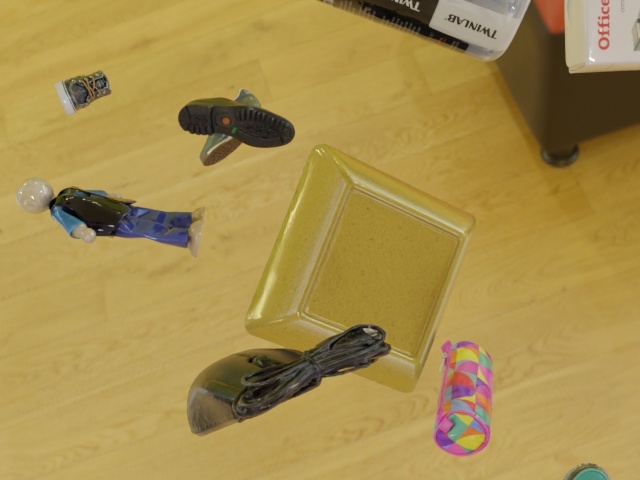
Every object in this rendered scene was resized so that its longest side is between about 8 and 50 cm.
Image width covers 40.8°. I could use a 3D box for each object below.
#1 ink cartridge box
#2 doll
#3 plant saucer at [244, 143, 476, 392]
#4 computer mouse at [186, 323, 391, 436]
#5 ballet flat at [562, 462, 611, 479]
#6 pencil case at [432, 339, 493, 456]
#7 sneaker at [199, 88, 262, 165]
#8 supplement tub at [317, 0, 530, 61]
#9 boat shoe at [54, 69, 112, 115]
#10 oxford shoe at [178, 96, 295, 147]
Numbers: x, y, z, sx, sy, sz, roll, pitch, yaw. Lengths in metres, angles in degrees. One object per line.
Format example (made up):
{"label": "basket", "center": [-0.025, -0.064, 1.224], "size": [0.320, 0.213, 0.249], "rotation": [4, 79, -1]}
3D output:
{"label": "ink cartridge box", "center": [0.512, -0.358, 1.276], "size": [0.273, 0.115, 0.198], "rotation": [-3, 96, 3]}
{"label": "doll", "center": [-0.215, -0.027, 0.882], "size": [0.189, 0.046, 0.129], "rotation": [11, 20, -9]}
{"label": "plant saucer", "center": [0.088, 0.052, 1.400], "size": [0.332, 0.081, 0.333], "rotation": [23, 83, -20]}
{"label": "computer mouse", "center": [-0.065, 0.146, 0.928], "size": [0.188, 0.272, 0.072], "rotation": [-19, 81, -35]}
{"label": "ballet flat", "center": [0.241, 0.304, 0.809], "size": [0.070, 0.070, 0.188], "rotation": [4, 80, 13]}
{"label": "pencil case", "center": [0.248, 0.270, 1.500], "size": [0.104, 0.104, 0.236], "rotation": [-1, 24, 10]}
{"label": "sneaker", "center": [-0.203, -0.251, 1.876], "size": [0.192, 0.064, 0.086], "rotation": [-39, 70, 24]}
{"label": "supplement tub", "center": [0.115, -0.386, 1.145], "size": [0.338, 0.207, 0.207], "rotation": [19, 65, -1]}
{"label": "boat shoe", "center": [-0.445, -0.286, 1.622], "size": [0.083, 0.065, 0.183], "rotation": [-21, 20, -3]}
{"label": "oxford shoe", "center": [-0.158, -0.244, 1.698], "size": [0.227, 0.083, 0.096], "rotation": [14, 29, 1]}
